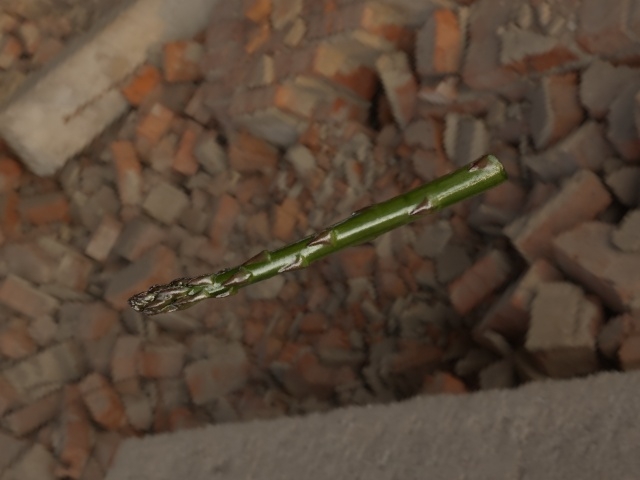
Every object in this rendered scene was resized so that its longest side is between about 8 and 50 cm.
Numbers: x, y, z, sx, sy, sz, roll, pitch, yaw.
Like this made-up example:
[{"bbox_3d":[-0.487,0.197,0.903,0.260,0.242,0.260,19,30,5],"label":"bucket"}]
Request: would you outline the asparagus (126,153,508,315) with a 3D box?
[{"bbox_3d":[0.000,0.000,0.800,0.248,0.024,0.025,-22,11,-6],"label":"asparagus"}]
